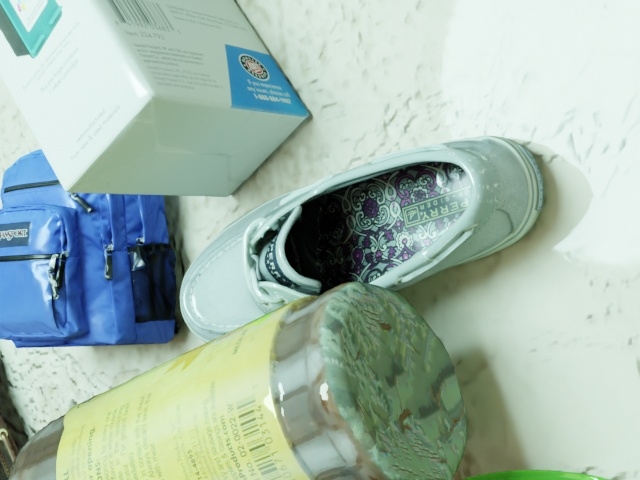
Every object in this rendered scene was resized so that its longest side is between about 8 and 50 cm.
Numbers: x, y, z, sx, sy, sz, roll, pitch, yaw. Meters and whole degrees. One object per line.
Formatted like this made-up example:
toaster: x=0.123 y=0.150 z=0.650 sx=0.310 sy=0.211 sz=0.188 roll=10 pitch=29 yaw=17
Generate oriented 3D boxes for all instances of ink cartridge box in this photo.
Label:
ink cartridge box: x=-0.124 y=-0.136 z=0.699 sx=0.078 sy=0.134 sz=0.231 roll=-44 pitch=67 yaw=27

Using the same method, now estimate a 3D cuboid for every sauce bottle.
sauce bottle: x=-0.089 y=0.126 z=0.661 sx=0.344 sy=0.111 sz=0.111 roll=-25 pitch=77 yaw=33

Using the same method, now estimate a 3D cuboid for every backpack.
backpack: x=-0.140 y=0.002 z=0.734 sx=0.098 sy=0.101 sz=0.120 roll=-4 pitch=85 yaw=28

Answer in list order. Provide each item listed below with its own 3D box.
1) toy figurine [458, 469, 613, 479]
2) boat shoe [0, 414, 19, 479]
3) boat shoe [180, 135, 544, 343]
toy figurine: x=0.124 y=0.204 z=0.566 sx=0.173 sy=0.130 sz=0.159 roll=2 pitch=105 yaw=15
boat shoe: x=-0.249 y=0.093 z=0.828 sx=0.207 sy=0.073 sz=0.073 roll=68 pitch=152 yaw=10
boat shoe: x=0.001 y=0.001 z=0.647 sx=0.227 sy=0.081 sz=0.079 roll=-23 pitch=78 yaw=32
